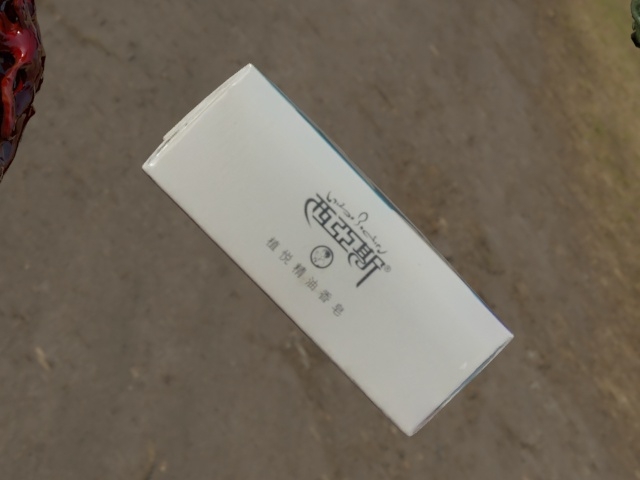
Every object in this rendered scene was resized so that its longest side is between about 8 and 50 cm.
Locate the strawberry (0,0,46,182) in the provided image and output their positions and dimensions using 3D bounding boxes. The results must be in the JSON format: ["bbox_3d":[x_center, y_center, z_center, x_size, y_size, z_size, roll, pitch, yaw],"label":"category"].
[{"bbox_3d":[-0.152,-0.035,0.450,0.111,0.190,0.236,9,74,-32],"label":"strawberry"}]

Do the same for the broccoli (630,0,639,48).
[{"bbox_3d":[0.316,-0.241,0.767,0.272,0.324,0.334,61,-14,-1],"label":"broccoli"}]

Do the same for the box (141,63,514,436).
[{"bbox_3d":[0.002,-0.002,0.987,0.274,0.116,0.203,46,1,-7],"label":"box"}]
